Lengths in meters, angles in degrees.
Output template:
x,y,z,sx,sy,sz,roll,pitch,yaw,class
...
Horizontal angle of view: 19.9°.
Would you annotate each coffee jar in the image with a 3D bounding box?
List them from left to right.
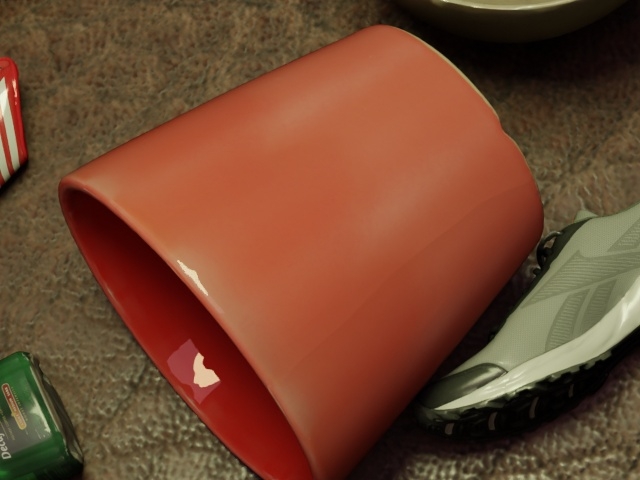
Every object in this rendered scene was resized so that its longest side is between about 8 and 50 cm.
x,y,z,sx,sy,sz,roll,pitch,yaw,class
-0.268,0.159,1.292,0.184,0.079,0.096,-27,72,-3,coffee jar

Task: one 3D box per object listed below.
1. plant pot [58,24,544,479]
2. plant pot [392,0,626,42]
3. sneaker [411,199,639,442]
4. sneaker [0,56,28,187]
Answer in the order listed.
x,y,z,sx,sy,sz,roll,pitch,yaw,class
0.000,0.000,1.239,0.243,0.275,0.275,-38,72,-17,plant pot
0.138,-0.259,1.330,0.284,0.191,0.284,-2,73,5,plant pot
0.174,0.049,1.279,0.271,0.100,0.108,-33,70,-12,sneaker
-0.308,-0.120,1.397,0.128,0.087,0.221,-39,85,-16,sneaker
